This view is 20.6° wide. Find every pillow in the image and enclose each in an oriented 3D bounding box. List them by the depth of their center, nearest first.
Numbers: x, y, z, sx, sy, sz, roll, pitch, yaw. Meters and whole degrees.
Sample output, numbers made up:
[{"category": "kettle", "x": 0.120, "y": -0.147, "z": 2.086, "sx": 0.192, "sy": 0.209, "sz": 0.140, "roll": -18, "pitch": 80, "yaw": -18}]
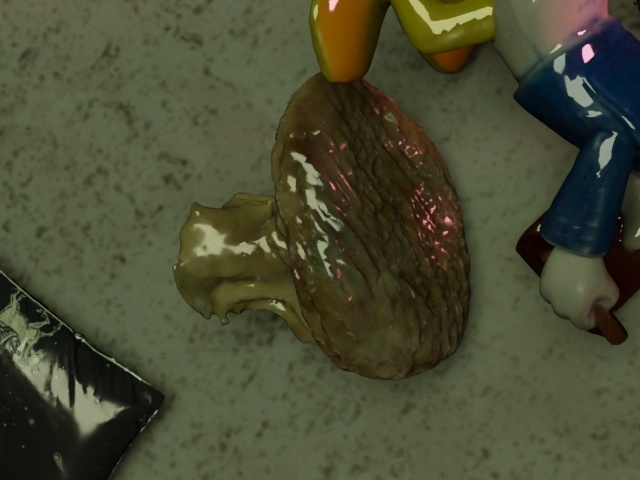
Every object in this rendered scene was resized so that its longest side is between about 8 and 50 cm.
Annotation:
[{"category": "pillow", "x": -0.223, "y": 0.102, "z": 1.265, "sx": 0.208, "sy": 0.055, "sz": 0.141, "roll": 35, "pitch": 101, "yaw": 15}]

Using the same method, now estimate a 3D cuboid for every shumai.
[{"category": "shumai", "x": 0.000, "y": 0.000, "z": 1.191, "sx": 0.153, "sy": 0.161, "sz": 0.209, "roll": -19, "pitch": 103, "yaw": 32}]

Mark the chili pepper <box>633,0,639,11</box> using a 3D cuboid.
[{"category": "chili pepper", "x": 0.299, "y": -0.178, "z": 1.169, "sx": 0.169, "sy": 0.065, "sz": 0.088, "roll": -34, "pitch": 69, "yaw": 3}]

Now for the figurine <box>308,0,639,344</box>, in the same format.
[{"category": "figurine", "x": 0.192, "y": -0.059, "z": 1.089, "sx": 0.338, "sy": 0.204, "sz": 0.284, "roll": 8, "pitch": 112, "yaw": 33}]
